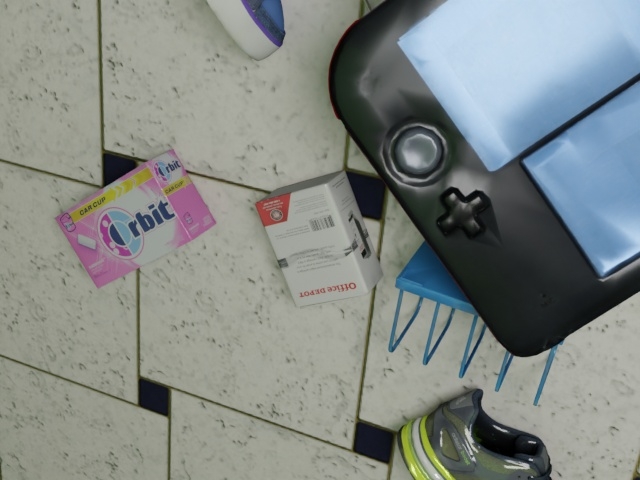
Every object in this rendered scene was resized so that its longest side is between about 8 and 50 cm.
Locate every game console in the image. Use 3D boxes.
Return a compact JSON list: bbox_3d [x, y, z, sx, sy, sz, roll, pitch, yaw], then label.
[{"bbox_3d":[0.237,-0.126,0.731,0.387,0.060,0.342,-35,94,12],"label":"game console"}]

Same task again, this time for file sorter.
[{"bbox_3d":[0.169,0.082,0.892,0.170,0.118,0.104,19,121,17],"label":"file sorter"}]

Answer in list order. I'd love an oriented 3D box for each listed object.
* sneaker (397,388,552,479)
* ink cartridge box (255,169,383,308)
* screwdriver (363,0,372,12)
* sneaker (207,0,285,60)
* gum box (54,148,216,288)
[{"bbox_3d":[0.228,0.295,0.965,0.300,0.111,0.121,42,119,1],"label":"sneaker"},{"bbox_3d":[0.000,0.000,0.971,0.099,0.056,0.135,-13,105,30],"label":"ink cartridge box"},{"bbox_3d":[0.064,-0.201,0.875,0.025,0.024,0.170,-31,95,3],"label":"screwdriver"},{"bbox_3d":[-0.032,-0.344,0.795,0.236,0.130,0.322,-25,131,5],"label":"sneaker"},{"bbox_3d":[-0.237,-0.023,1.069,0.188,0.062,0.107,-25,99,31],"label":"gum box"}]
